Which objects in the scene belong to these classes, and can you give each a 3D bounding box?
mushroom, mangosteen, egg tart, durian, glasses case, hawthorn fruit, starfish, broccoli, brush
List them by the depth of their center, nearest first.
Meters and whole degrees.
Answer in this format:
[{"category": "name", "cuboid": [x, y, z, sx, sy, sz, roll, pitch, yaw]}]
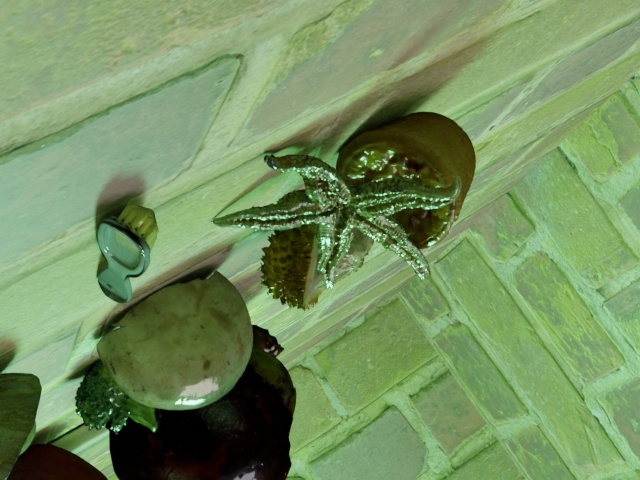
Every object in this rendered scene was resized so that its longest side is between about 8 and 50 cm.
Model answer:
[{"category": "brush", "cuboid": [-0.227, 0.012, 1.285, 0.060, 0.068, 0.297, -55, -178, -21]}, {"category": "starfish", "cuboid": [0.020, -0.030, 1.524, 0.347, 0.078, 0.358, 6, 152, -14]}, {"category": "egg tart", "cuboid": [0.136, -0.103, 1.618, 0.202, 0.202, 0.147, -44, -177, 44]}, {"category": "mushroom", "cuboid": [-0.220, 0.182, 1.740, 0.254, 0.189, 0.195, -25, 165, -32]}, {"category": "durian", "cuboid": [-0.007, 0.004, 1.787, 0.138, 0.183, 0.250, 6, -153, 42]}, {"category": "broccoli", "cuboid": [-0.344, 0.275, 1.880, 0.154, 0.160, 0.167, -61, 172, -28]}, {"category": "mangosteen", "cuboid": [-0.237, 0.354, 2.136, 0.381, 0.421, 0.381, 1, 148, 1]}, {"category": "hawthorn fruit", "cuboid": [-0.553, 0.557, 2.194, 0.295, 0.295, 0.311, -26, 129, -43]}, {"category": "glasses case", "cuboid": [-0.543, 0.448, 2.377, 0.196, 0.050, 0.083, -27, 166, -37]}]

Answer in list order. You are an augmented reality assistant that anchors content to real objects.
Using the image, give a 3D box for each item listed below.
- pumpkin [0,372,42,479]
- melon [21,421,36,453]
[{"category": "pumpkin", "cuboid": [-0.468, 0.262, 1.438, 0.110, 0.217, 0.217, 30, 124, -33]}, {"category": "melon", "cuboid": [-0.485, 0.287, 1.617, 0.098, 0.098, 0.131, -40, 173, 30]}]
